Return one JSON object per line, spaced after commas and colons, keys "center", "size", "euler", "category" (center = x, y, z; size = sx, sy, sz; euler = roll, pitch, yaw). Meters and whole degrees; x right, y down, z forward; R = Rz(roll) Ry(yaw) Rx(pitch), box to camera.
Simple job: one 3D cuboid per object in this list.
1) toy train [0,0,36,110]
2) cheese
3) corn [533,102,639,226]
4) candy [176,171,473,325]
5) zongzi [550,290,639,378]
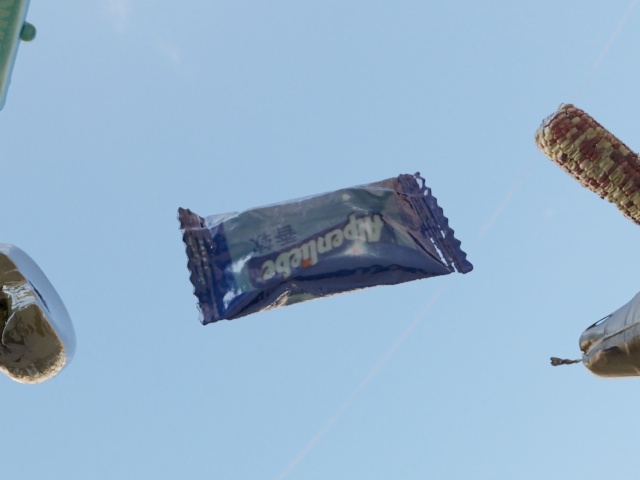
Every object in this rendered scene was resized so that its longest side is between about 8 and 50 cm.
{"center": [-0.385, -0.235, 1.047], "size": [0.159, 0.101, 0.248], "euler": [6, -46, -26], "category": "toy train"}
{"center": [-0.364, 0.092, 1.179], "size": [0.091, 0.202, 0.175], "euler": [-33, -71, -7], "category": "cheese"}
{"center": [0.466, -0.103, 1.541], "size": [0.290, 0.098, 0.098], "euler": [41, -91, 7], "category": "corn"}
{"center": [0.000, 0.000, 1.193], "size": [0.331, 0.187, 0.077], "euler": [-13, -38, -8], "category": "candy"}
{"center": [0.371, 0.073, 1.143], "size": [0.081, 0.189, 0.178], "euler": [25, -115, -39], "category": "zongzi"}
